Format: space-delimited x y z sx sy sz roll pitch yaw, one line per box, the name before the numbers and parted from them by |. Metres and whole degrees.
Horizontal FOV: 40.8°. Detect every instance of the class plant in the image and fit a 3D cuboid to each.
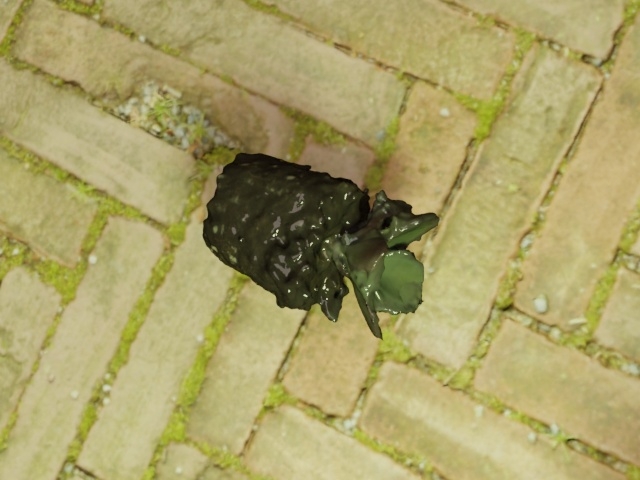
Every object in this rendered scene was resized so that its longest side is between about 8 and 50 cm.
plant | 0.000 0.000 0.782 0.203 0.131 0.142 29 86 25
